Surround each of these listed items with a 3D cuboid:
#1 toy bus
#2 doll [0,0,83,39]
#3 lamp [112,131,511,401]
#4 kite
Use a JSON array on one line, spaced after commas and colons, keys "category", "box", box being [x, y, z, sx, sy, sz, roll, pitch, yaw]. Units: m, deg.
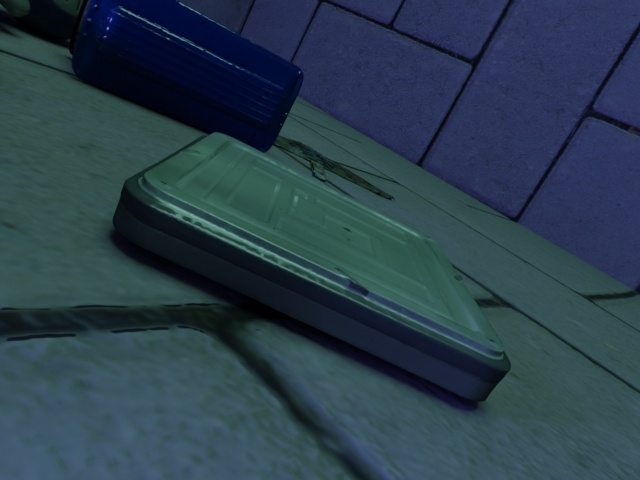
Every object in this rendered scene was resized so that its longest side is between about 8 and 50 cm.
[{"category": "toy bus", "box": [-0.191, -0.252, 0.769, 0.288, 0.138, 0.175, 19, 17, -33]}, {"category": "doll", "box": [-0.420, -0.397, 0.766, 0.258, 0.154, 0.228, 16, 59, -73]}, {"category": "lamp", "box": [0.000, 0.000, 0.441, 0.269, 0.047, 0.266, 26, 16, -8]}, {"category": "kite", "box": [-0.006, -0.147, 0.993, 0.336, 0.011, 0.314, 23, 15, -15]}]
